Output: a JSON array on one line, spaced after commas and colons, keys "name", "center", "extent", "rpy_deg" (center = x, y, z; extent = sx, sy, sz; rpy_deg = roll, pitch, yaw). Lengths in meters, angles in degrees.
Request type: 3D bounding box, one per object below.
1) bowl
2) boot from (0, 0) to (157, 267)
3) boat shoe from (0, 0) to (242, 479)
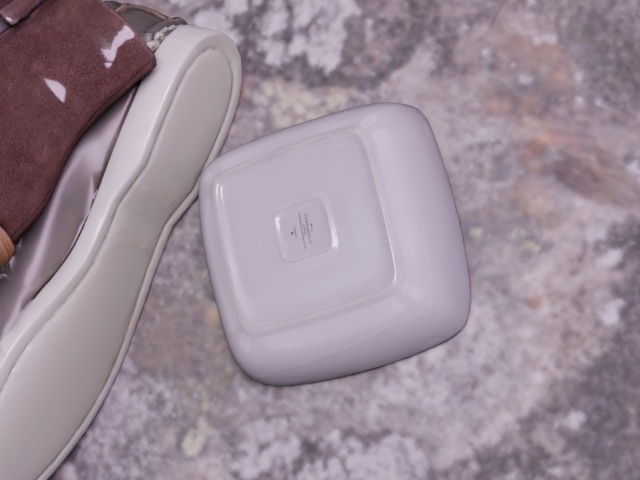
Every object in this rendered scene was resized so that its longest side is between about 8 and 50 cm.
[{"name": "bowl", "center": [0.000, 0.000, 1.040], "extent": [0.142, 0.053, 0.142], "rpy_deg": [-17, 76, 18]}, {"name": "boot", "center": [-0.236, -0.078, 1.029], "extent": [0.248, 0.090, 0.207], "rpy_deg": [30, 70, 20]}, {"name": "boat shoe", "center": [-0.149, 0.010, 1.069], "extent": [0.091, 0.109, 0.305], "rpy_deg": [24, 83, 24]}]
